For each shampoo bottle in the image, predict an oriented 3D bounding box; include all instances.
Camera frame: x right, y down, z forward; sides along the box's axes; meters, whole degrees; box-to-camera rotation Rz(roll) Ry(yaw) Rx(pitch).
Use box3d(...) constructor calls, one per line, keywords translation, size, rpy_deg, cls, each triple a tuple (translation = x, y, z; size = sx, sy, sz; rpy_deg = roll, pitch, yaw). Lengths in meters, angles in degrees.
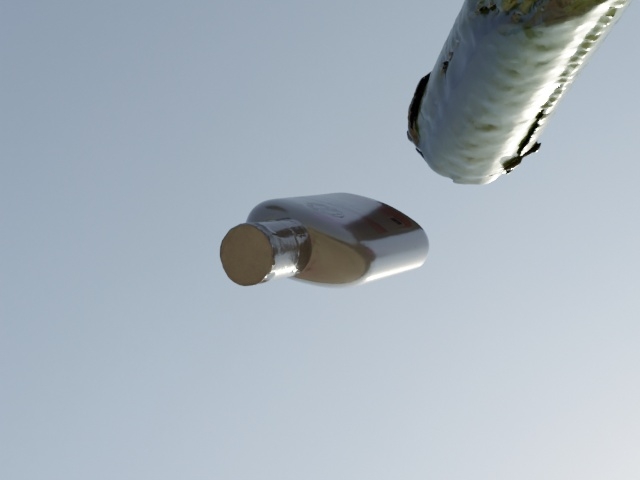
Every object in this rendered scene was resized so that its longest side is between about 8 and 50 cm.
box3d(translation=(0.000, 0.000, 0.561), size=(0.080, 0.165, 0.040), rpy_deg=(26, -75, 23), cls="shampoo bottle")

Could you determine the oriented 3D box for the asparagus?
box3d(translation=(0.165, -0.165, 0.824), size=(0.108, 0.382, 0.128), rpy_deg=(-34, -102, -18), cls="asparagus")
